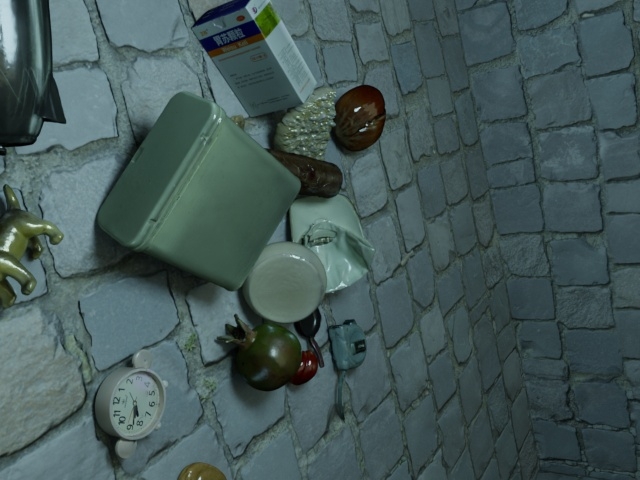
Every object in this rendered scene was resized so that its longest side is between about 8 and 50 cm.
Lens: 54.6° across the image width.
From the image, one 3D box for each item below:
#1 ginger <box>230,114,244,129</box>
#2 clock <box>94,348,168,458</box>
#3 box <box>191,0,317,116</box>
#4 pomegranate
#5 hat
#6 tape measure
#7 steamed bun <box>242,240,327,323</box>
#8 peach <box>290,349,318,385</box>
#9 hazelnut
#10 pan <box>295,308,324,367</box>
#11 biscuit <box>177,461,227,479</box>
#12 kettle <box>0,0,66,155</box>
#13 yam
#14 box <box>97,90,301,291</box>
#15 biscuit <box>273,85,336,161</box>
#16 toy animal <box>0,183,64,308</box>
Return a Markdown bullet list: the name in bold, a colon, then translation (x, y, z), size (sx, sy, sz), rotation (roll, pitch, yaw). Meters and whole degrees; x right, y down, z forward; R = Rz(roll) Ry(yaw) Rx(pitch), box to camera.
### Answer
- **ginger**: translation (-0.240, -0.218, 1.655), size (0.149, 0.065, 0.259), rotation (8, 81, -50)
- **clock**: translation (-0.411, 0.352, 1.351), size (0.155, 0.063, 0.229), rotation (24, 69, -53)
- **box**: translation (-0.171, -0.491, 1.662), size (0.299, 0.200, 0.106), rotation (55, 46, -34)
- **pomegranate**: translation (-0.159, 0.286, 1.620), size (0.224, 0.181, 0.181), rotation (39, 54, -25)
- **hat**: translation (0.002, 0.001, 1.901), size (0.257, 0.168, 0.301), rotation (-9, 67, -17)
- **tape measure**: translation (0.104, 0.425, 2.024), size (0.164, 0.084, 0.330), rotation (-13, 95, -49)
- **steamed bun**: translation (-0.099, 0.106, 1.698), size (0.145, 0.232, 0.232), rotation (-106, 176, -70)
- **peach**: translation (-0.055, 0.371, 1.807), size (0.100, 0.100, 0.101), rotation (10, 78, -53)
- **hazelnut**: translation (0.133, -0.407, 2.089), size (0.181, 0.181, 0.212), rotation (-77, 156, -56)
- **pan**: translation (-0.028, 0.286, 1.895), size (0.115, 0.040, 0.212), rotation (-13, 89, -54)
- **biscuit**: translation (-0.315, 0.715, 1.447), size (0.269, 0.051, 0.376), rotation (39, 56, -43)
- **kettle**: translation (-0.614, -0.300, 1.053), size (0.321, 0.228, 0.324), rotation (-7, 96, -28)
- **yam**: translation (-0.069, -0.191, 1.791), size (0.279, 0.131, 0.131), rotation (4, 82, -44)
- **box**: translation (-0.260, -0.094, 1.428), size (0.344, 0.177, 0.352), rotation (36, 83, -49)
- **biscuit**: translation (-0.053, -0.321, 1.812), size (0.179, 0.084, 0.281), rotation (-17, 144, -27)
- **toy animal**: translation (-0.583, 0.029, 1.116), size (0.169, 0.121, 0.233), rotation (51, 44, -23)
